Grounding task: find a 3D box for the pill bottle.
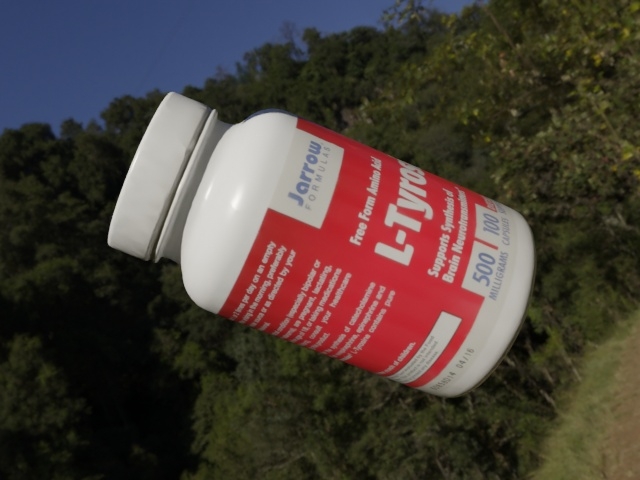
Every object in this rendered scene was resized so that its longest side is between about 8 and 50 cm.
[{"bbox_3d":[0.000,0.000,0.759,0.229,0.408,0.228,-158,90,-80],"label":"pill bottle"}]
